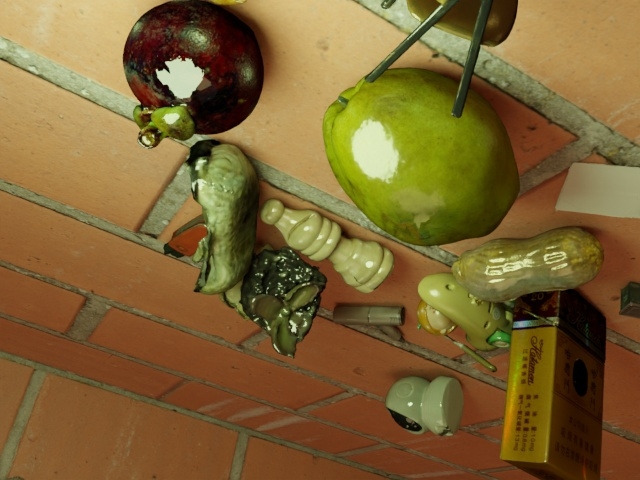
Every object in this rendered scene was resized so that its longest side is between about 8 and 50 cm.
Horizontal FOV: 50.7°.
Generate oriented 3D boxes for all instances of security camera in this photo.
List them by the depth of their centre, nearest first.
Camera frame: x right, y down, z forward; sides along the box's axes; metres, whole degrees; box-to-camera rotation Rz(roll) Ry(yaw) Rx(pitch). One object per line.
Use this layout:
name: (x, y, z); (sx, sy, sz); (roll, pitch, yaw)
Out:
security camera: (0.326, 0.529, 2.192); (0.236, 0.195, 0.194); (-2, 148, 32)

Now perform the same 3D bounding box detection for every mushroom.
mushroom: (-0.188, -0.038, 1.320); (0.129, 0.248, 0.344); (3, 126, -1)

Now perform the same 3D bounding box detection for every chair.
chair: (0.157, -0.304, 0.821); (0.172, 0.159, 0.247); (19, 151, -8)

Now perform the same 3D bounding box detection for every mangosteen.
mangosteen: (-0.189, -0.242, 0.997); (0.216, 0.216, 0.216); (9, 151, 5)

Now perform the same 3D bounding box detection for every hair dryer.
hair dryer: (0.159, 0.237, 1.886); (0.195, 0.054, 0.220); (-1, 155, 23)

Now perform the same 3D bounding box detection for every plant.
plant: (-0.086, 0.115, 1.468); (0.178, 0.204, 0.234); (21, -177, -9)

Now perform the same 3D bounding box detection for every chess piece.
chess piece: (0.000, 0.000, 1.468); (0.307, 0.139, 0.124); (29, 102, -21)

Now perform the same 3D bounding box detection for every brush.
brush: (-0.283, -0.020, 1.588); (0.070, 0.051, 0.323); (35, 147, -24)

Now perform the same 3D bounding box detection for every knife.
knife: (0.351, 0.265, 1.730); (0.047, 0.017, 0.298); (21, -174, -26)

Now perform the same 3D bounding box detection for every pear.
pear: (0.154, -0.126, 1.052); (0.321, 0.269, 0.269); (34, 146, -11)

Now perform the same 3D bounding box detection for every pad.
pad: (0.554, -0.085, 1.215); (0.231, 0.004, 0.156); (6, 150, 9)

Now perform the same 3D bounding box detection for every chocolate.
chocolate: (0.419, 0.053, 1.378); (0.309, 0.134, 0.134); (-11, 144, 34)

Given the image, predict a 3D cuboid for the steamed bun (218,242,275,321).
steamed bun: (-0.153, 0.103, 1.641); (0.192, 0.177, 0.106); (44, 175, -35)

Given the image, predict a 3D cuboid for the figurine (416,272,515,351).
figurine: (0.336, 0.174, 1.633); (0.324, 0.124, 0.222); (32, 150, -34)

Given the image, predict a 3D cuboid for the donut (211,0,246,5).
donut: (-0.127, -0.374, 0.916); (0.097, 0.043, 0.108); (10, 149, 5)

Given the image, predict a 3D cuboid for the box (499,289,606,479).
box: (0.528, 0.315, 1.507); (0.115, 0.416, 0.264); (-12, 144, 44)

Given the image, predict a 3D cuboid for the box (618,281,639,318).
box: (0.707, 0.134, 1.483); (0.084, 0.063, 0.060); (12, 149, 2)
